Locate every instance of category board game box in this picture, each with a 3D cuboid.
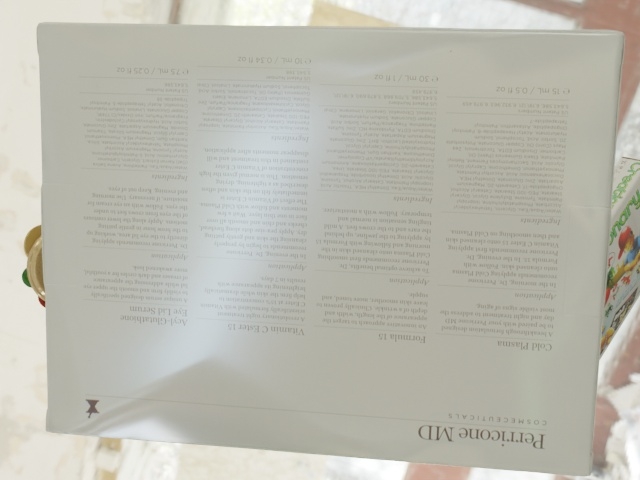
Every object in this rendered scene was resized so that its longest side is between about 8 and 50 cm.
[{"bbox_3d":[0.416,0.050,1.303,0.305,0.053,0.193,-51,-48,-20],"label":"board game box"}]

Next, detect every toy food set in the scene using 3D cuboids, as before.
[{"bbox_3d":[-0.249,0.025,0.853,0.020,0.083,0.083,5,93,50],"label":"toy food set"}]

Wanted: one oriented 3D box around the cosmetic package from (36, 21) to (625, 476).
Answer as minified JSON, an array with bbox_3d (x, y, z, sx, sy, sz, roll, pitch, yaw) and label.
[{"bbox_3d":[0.000,0.000,0.608,0.097,0.377,0.285,-39,-48,-80],"label":"cosmetic package"}]
